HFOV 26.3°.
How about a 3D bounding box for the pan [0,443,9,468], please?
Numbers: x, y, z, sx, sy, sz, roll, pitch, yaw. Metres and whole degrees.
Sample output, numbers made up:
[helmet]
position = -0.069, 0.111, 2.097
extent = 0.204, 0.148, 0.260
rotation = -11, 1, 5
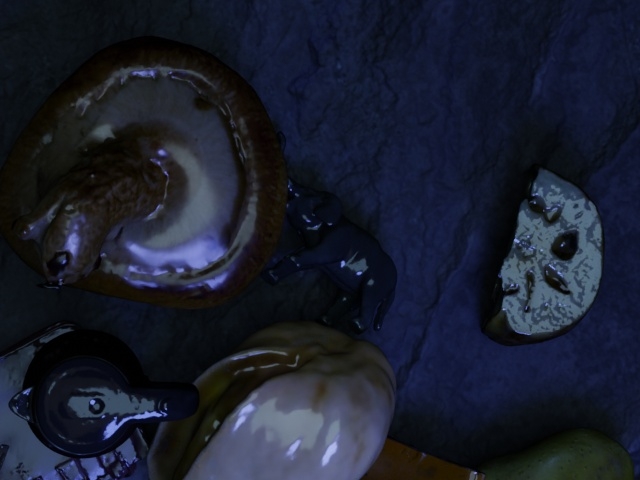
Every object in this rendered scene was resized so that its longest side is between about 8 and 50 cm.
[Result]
[pan]
position = -0.402, 0.339, 1.592
extent = 0.202, 0.048, 0.128
rotation = -54, 134, -15

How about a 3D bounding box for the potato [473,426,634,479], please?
[potato]
position = 0.281, 0.328, 1.724
extent = 0.248, 0.143, 0.169
rotation = -26, 132, -13

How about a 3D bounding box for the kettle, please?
[kettle]
position = -0.238, 0.179, 1.517
extent = 0.202, 0.232, 0.144
rotation = 7, 88, -9

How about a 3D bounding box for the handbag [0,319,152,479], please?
[handbag]
position = -0.333, 0.224, 1.656
extent = 0.203, 0.074, 0.216
rotation = -31, 96, -8

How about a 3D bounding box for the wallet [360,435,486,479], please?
[wallet]
position = 0.101, 0.329, 1.691
extent = 0.195, 0.042, 0.161
rotation = 14, 89, 31

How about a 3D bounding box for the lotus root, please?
[lotus root]
position = 0.289, 0.025, 1.734
extent = 0.138, 0.119, 0.235
rotation = 12, 87, -3

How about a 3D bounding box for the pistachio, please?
[pistachio]
position = -0.054, 0.229, 1.630
extent = 0.321, 0.229, 0.238
rotation = -35, 126, -4

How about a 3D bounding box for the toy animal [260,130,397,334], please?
[toy animal]
position = -0.008, 0.003, 1.694
extent = 0.269, 0.082, 0.137
rotation = 51, 57, -4

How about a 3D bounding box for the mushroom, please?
[mushroom]
position = -0.199, -0.063, 1.583
extent = 0.345, 0.259, 0.345
rotation = 0, 87, -6
